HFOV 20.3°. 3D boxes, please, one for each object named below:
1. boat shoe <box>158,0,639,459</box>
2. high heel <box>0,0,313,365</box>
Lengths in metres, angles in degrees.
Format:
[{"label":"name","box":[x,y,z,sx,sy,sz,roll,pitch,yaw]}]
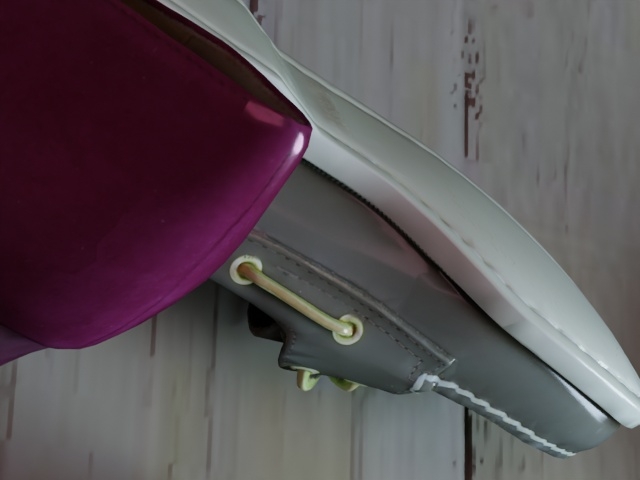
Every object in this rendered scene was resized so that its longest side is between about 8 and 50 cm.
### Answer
[{"label":"boat shoe","box":[-0.001,-0.002,0.663,0.305,0.091,0.109,37,16,-24]},{"label":"high heel","box":[-0.128,-0.141,0.540,0.127,0.181,0.377,-7,70,-59]}]
